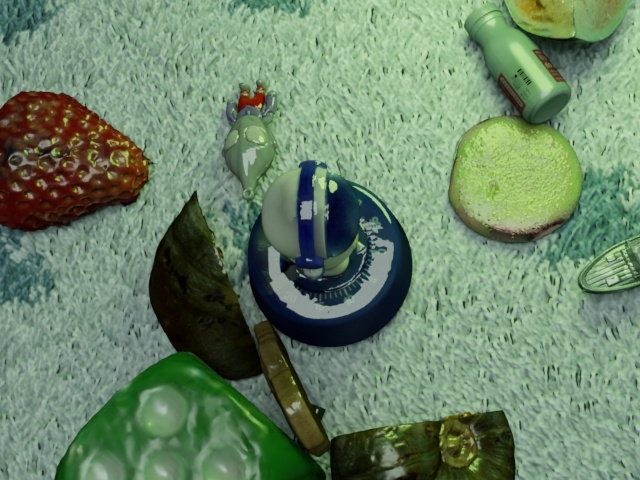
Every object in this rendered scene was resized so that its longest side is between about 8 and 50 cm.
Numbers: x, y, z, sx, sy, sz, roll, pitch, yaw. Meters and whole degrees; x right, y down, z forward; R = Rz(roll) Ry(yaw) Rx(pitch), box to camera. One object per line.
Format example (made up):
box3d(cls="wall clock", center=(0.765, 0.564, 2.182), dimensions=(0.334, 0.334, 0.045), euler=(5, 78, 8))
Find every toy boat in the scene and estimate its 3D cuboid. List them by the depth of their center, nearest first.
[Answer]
box3d(cls="toy boat", center=(0.527, 0.020, 1.718), dimensions=(0.261, 0.085, 0.078), euler=(-23, 75, 0))

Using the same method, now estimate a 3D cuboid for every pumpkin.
box3d(cls="pumpkin", center=(0.145, 0.349, 1.673), dimensions=(0.281, 0.190, 0.139), euler=(2, 69, -39))
box3d(cls="pumpkin", center=(-0.207, 0.079, 1.735), dimensions=(0.148, 0.169, 0.312), euler=(-24, 74, -3))

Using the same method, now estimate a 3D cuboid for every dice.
box3d(cls="dice", center=(-0.188, 0.356, 1.596), dimensions=(0.287, 0.297, 0.300), euler=(42, 83, 18))

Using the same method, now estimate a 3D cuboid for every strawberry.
box3d(cls="strawberry", center=(-0.460, -0.127, 1.832), dimensions=(0.280, 0.150, 0.253), euler=(34, 82, 15))

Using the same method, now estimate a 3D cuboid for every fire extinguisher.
box3d(cls="fire extinguisher", center=(-0.021, 0.302, 1.732), dimensions=(0.038, 0.025, 0.083), euler=(13, 76, 34))

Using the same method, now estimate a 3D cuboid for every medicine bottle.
box3d(cls="medicine bottle", center=(0.325, -0.300, 1.820), dimensions=(0.090, 0.090, 0.216), euler=(-30, 66, -3))

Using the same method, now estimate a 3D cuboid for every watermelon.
box3d(cls="watermelon", center=(0.411, -0.465, 1.846), dimensions=(0.175, 0.188, 0.321), euler=(-2, 79, 48))

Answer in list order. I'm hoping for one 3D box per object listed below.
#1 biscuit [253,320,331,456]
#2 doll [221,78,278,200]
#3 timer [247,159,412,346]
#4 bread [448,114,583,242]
box3d(cls="biscuit", center=(-0.049, 0.219, 1.637), dimensions=(0.047, 0.183, 0.319), euler=(-25, 35, -3))
box3d(cls="doll", center=(-0.118, -0.169, 1.846), dimensions=(0.102, 0.075, 0.227), euler=(-8, 62, 21))
box3d(cls="timer", center=(0.000, 0.000, 1.625), dimensions=(0.271, 0.383, 0.270), euler=(-1, 75, 5))
box3d(cls="bread", center=(0.319, -0.105, 1.801), dimensions=(0.229, 0.033, 0.228), euler=(-1, 75, 5))
